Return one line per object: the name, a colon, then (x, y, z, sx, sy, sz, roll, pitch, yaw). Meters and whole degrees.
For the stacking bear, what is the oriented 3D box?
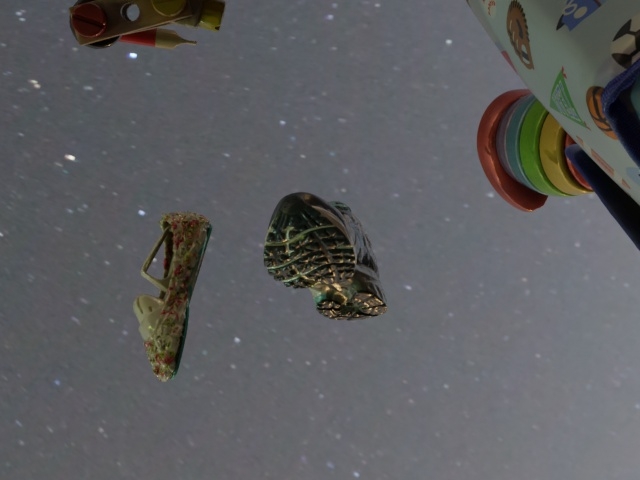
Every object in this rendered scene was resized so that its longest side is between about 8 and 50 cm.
stacking bear: (0.358, -0.128, 1.525, 0.164, 0.289, 0.175, 30, -98, -28)

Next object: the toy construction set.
toy construction set: (-0.141, -0.299, 1.230, 0.237, 0.309, 0.257, 8, -109, -9)

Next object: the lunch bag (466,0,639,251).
lunch bag: (0.310, -0.104, 0.874, 0.239, 0.328, 0.385, -42, -57, 12)

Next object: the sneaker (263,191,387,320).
sneaker: (0.000, 0.000, 1.388, 0.283, 0.110, 0.122, 57, -156, -60)

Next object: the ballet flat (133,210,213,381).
ballet flat: (-0.204, 0.067, 1.486, 0.077, 0.091, 0.241, 19, -119, -16)
